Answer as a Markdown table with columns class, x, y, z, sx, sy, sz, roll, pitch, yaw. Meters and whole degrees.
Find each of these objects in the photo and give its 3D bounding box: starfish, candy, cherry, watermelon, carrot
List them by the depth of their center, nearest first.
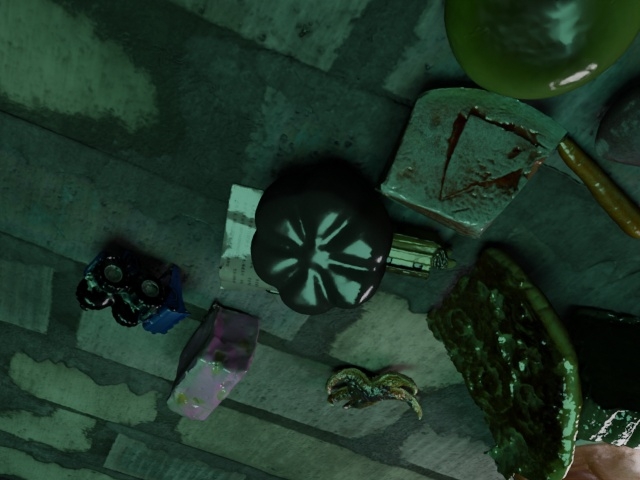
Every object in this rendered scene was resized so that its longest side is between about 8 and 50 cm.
| class | x | y | z | sx | sy | sz | roll | pitch | yaw |
| --- | --- | --- | --- | --- | --- | --- | --- | --- | --- |
| cherry | 0.469 | -0.135 | 0.925 | 0.148 | 0.115 | 0.188 | -35 | 127 | 15 |
| watermelon | 0.197 | -0.074 | 0.982 | 0.212 | 0.201 | 0.262 | 23 | 140 | 1 |
| carrot | 0.438 | -0.081 | 1.039 | 0.248 | 0.043 | 0.043 | 39 | 130 | -23 |
| candy | -0.241 | 0.270 | 1.462 | 0.115 | 0.156 | 0.265 | 23 | 136 | -16 |
| starfish | 0.129 | 0.348 | 1.534 | 0.216 | 0.071 | 0.238 | 29 | 144 | -25 |

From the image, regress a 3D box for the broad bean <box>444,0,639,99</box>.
| class | x | y | z | sx | sy | sz | roll | pitch | yaw |
| --- | --- | --- | --- | --- | --- | --- | --- | --- | --- |
| broad bean | 0.272 | -0.295 | 0.794 | 0.237 | 0.119 | 0.291 | 11 | 137 | 0 |

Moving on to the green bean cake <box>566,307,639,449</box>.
| class | x | y | z | sx | sy | sz | roll | pitch | yaw |
| --- | --- | --- | --- | --- | --- | --- | --- | --- | --- |
| green bean cake | 0.568 | 0.257 | 1.212 | 0.254 | 0.241 | 0.132 | 9 | 128 | -1 |

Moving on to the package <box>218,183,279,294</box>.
| class | x | y | z | sx | sy | sz | roll | pitch | yaw |
| --- | --- | --- | --- | --- | --- | --- | --- | --- | --- |
| package | -0.081 | 0.022 | 1.241 | 0.203 | 0.062 | 0.251 | 9 | 130 | -3 |

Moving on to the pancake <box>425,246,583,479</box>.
| class | x | y | z | sx | sy | sz | roll | pitch | yaw |
| --- | --- | --- | --- | --- | --- | --- | --- | --- | --- |
| pancake | 0.346 | 0.236 | 1.207 | 0.066 | 0.427 | 0.305 | -16 | 167 | -31 |

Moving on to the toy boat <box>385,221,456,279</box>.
| class | x | y | z | sx | sy | sz | roll | pitch | yaw |
| --- | --- | --- | --- | --- | --- | --- | --- | --- | --- |
| toy boat | 0.124 | 0.016 | 1.176 | 0.225 | 0.068 | 0.088 | 10 | 117 | -2 |

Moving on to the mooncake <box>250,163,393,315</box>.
| class | x | y | z | sx | sy | sz | roll | pitch | yaw |
| --- | --- | --- | --- | --- | --- | --- | --- | --- | --- |
| mooncake | 0.000 | 0.000 | 1.094 | 0.244 | 0.133 | 0.245 | 5 | 112 | 13 |

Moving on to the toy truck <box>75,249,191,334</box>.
| class | x | y | z | sx | sy | sz | roll | pitch | yaw |
| --- | --- | --- | --- | --- | --- | --- | --- | --- | --- |
| toy truck | -0.365 | 0.097 | 1.334 | 0.208 | 0.126 | 0.113 | 33 | 132 | -26 |

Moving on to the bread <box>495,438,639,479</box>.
| class | x | y | z | sx | sy | sz | roll | pitch | yaw |
| --- | --- | --- | --- | --- | --- | --- | --- | --- | --- |
| bread | 0.583 | 0.466 | 1.497 | 0.323 | 0.143 | 0.333 | -13 | 132 | 25 |
